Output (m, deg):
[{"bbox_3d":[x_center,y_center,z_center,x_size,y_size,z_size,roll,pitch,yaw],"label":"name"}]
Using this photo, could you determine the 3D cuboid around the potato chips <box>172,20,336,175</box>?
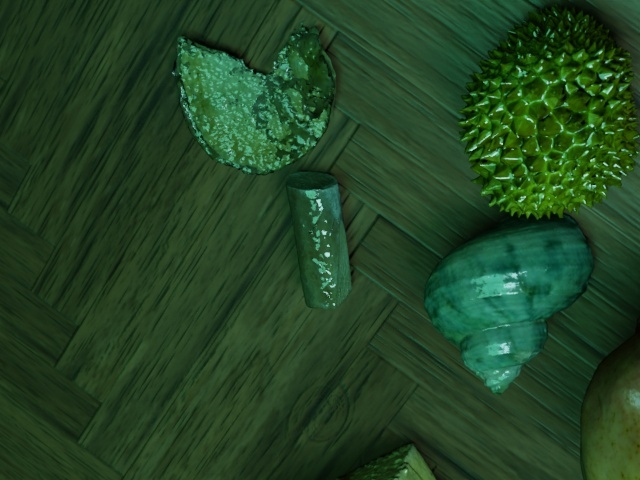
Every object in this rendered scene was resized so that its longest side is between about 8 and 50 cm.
[{"bbox_3d":[-0.076,-0.180,1.968,0.219,0.029,0.202,-15,106,28],"label":"potato chips"}]

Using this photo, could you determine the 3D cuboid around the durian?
[{"bbox_3d":[0.255,-0.131,1.787,0.200,0.176,0.237,24,132,32],"label":"durian"}]

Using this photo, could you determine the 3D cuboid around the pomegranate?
[{"bbox_3d":[0.433,0.208,1.786,0.338,0.338,0.338,8,114,17],"label":"pomegranate"}]

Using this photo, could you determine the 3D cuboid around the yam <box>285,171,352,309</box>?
[{"bbox_3d":[0.000,0.000,1.989,0.068,0.068,0.169,-2,112,21],"label":"yam"}]

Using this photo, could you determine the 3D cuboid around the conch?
[{"bbox_3d":[0.218,0.075,1.901,0.196,0.134,0.202,6,113,19],"label":"conch"}]

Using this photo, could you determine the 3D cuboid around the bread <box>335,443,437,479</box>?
[{"bbox_3d":[0.067,0.401,2.094,0.240,0.135,0.178,-31,99,26],"label":"bread"}]
